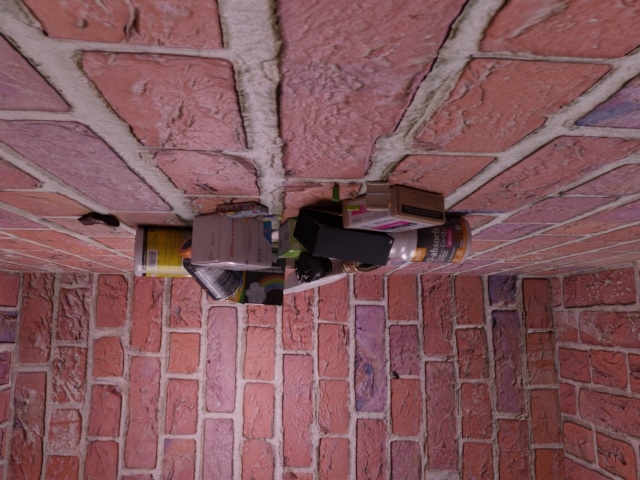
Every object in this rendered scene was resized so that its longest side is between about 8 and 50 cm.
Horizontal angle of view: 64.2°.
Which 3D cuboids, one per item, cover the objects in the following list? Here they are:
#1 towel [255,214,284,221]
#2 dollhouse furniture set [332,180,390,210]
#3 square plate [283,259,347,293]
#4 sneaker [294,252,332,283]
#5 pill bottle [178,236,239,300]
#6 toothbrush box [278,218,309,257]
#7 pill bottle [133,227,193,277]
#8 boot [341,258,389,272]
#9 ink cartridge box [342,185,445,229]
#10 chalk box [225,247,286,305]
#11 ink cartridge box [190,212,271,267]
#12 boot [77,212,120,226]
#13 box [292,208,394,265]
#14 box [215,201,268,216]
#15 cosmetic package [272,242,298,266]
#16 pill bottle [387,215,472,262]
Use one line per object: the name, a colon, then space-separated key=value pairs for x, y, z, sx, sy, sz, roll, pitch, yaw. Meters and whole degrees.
towel: x=-0.173 y=-0.076 z=1.748 sx=0.083 sy=0.009 sz=0.060 roll=-5 pitch=169 yaw=27
dollhouse furniture set: x=0.107 y=-0.116 z=1.335 sx=0.152 sy=0.076 sz=0.058 roll=1 pitch=-176 yaw=6
square plate: x=0.005 y=0.141 z=2.330 sx=0.344 sy=0.049 sz=0.347 roll=-18 pitch=-169 yaw=19
sneaker: x=-0.014 y=0.092 z=1.818 sx=0.130 sy=0.109 sz=0.286 roll=-9 pitch=179 yaw=-11
pill bottle: x=-0.411 y=0.097 z=1.858 sx=0.130 sy=0.130 sz=0.245 roll=-6 pitch=131 yaw=35
toothbrush box: x=0.000 y=0.000 z=1.883 sx=0.283 sy=0.122 sz=0.206 roll=1 pitch=171 yaw=-17
pill bottle: x=-0.541 y=0.050 z=1.975 sx=0.334 sy=0.188 sz=0.188 roll=3 pitch=170 yaw=-18
boot: x=0.211 y=0.076 z=2.001 sx=0.236 sy=0.089 sz=0.269 roll=-22 pitch=179 yaw=-12
ink cartridge box: x=0.207 y=-0.082 z=1.472 sx=0.193 sy=0.088 sz=0.235 roll=5 pitch=171 yaw=-36
chalk box: x=-0.253 y=0.105 z=2.018 sx=0.180 sy=0.289 sz=0.179 roll=7 pitch=176 yaw=-33
ink cartridge box: x=-0.304 y=0.007 z=1.764 sx=0.168 sy=0.171 sz=0.233 roll=-6 pitch=169 yaw=33
boot: x=-0.757 y=-0.063 z=1.740 sx=0.114 sy=0.037 sz=0.106 roll=-13 pitch=152 yaw=42
box: x=0.070 y=-0.010 z=1.606 sx=0.261 sy=0.103 sz=0.184 roll=9 pitch=-167 yaw=-26
box: x=-0.242 y=-0.094 z=1.585 sx=0.137 sy=0.027 sz=0.094 roll=-4 pitch=171 yaw=23
cosmetic package: x=-0.255 y=0.074 z=2.371 sx=0.309 sy=0.113 sz=0.160 roll=1 pitch=171 yaw=-1
pill bottle: x=0.351 y=-0.005 z=1.722 sx=0.278 sy=0.162 sz=0.162 roll=1 pitch=171 yaw=-8
